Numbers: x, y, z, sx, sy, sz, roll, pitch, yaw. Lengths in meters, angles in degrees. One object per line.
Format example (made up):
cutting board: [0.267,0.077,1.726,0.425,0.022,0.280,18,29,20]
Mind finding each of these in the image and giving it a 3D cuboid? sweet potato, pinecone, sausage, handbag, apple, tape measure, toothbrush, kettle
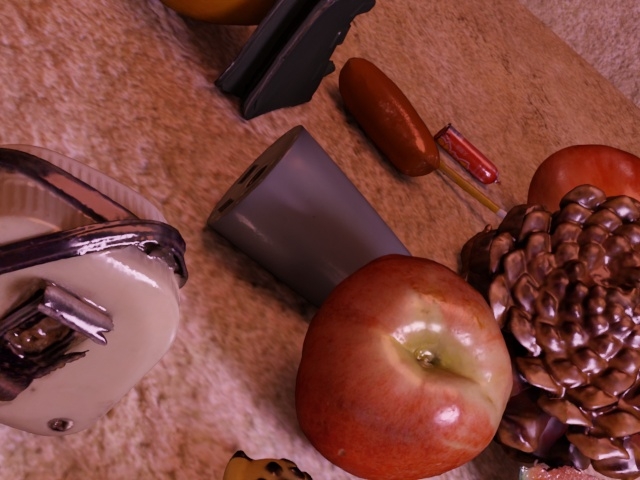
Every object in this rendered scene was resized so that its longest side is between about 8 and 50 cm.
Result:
sweet potato: [0.240,0.026,1.818,0.050,0.050,0.214,39,22,-10]
pinecone: [0.315,0.139,1.473,0.384,0.384,0.384,33,28,-20]
sausage: [0.106,-0.200,1.916,0.098,0.098,0.238,0,51,-55]
handbag: [-0.014,-0.297,1.706,0.079,0.247,0.260,45,26,8]
apple: [0.476,-0.042,2.044,0.242,0.242,0.241,35,25,-18]
tape measure: [-0.243,0.030,0.909,0.271,0.231,0.133,29,32,-29]
sausage: [0.266,-0.146,2.118,0.145,0.050,0.048,41,53,-8]
toothbrush: [0.280,-0.061,1.997,0.288,0.024,0.021,39,-11,12]
kettle: [0.000,0.000,1.438,0.243,0.160,0.210,44,-4,-14]

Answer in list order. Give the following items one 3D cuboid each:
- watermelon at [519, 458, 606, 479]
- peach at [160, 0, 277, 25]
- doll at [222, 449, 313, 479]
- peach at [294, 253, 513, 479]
watermelon: [0.302,0.367,1.358,0.231,0.128,0.146,24,54,0]
peach: [-0.109,-0.459,1.727,0.373,0.289,0.372,2,15,-1]
doll: [-0.082,0.245,0.985,0.117,0.086,0.291,47,24,16]
peach: [0.081,0.141,1.239,0.232,0.256,0.232,4,74,-14]
